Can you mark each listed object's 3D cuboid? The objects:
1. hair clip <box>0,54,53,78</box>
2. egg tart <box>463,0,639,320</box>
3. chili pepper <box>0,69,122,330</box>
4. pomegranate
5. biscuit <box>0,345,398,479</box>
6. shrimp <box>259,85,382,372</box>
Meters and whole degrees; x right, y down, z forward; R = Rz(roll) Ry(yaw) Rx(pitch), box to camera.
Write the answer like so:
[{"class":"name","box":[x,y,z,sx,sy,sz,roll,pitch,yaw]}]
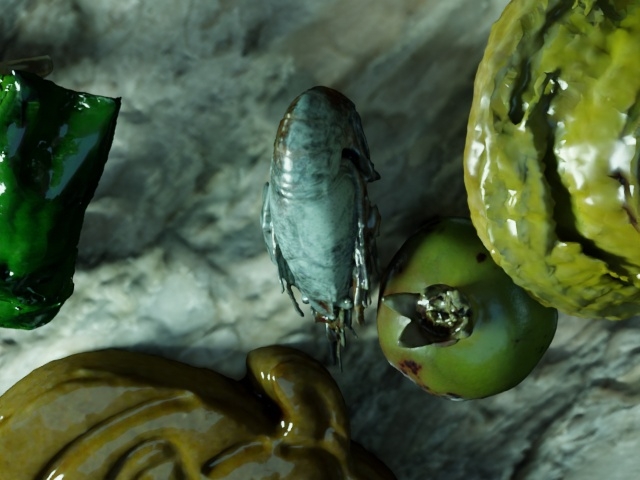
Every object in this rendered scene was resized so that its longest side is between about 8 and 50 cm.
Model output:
[{"class":"hair clip","box":[-0.272,-0.088,1.150,0.214,0.056,0.062,-2,154,-9]},{"class":"egg tart","box":[0.230,-0.074,1.171,0.294,0.123,0.294,-10,114,-24]},{"class":"chili pepper","box":[-0.188,-0.025,1.162,0.098,0.061,0.224,-1,139,-19]},{"class":"pomegranate","box":[0.095,0.057,1.243,0.129,0.159,0.129,11,120,20]},{"class":"biscuit","box":[-0.093,0.230,1.361,0.394,0.070,0.350,22,114,-21]},{"class":"shrimp","box":[0.000,0.000,1.241,0.090,0.079,0.232,12,128,24]}]
